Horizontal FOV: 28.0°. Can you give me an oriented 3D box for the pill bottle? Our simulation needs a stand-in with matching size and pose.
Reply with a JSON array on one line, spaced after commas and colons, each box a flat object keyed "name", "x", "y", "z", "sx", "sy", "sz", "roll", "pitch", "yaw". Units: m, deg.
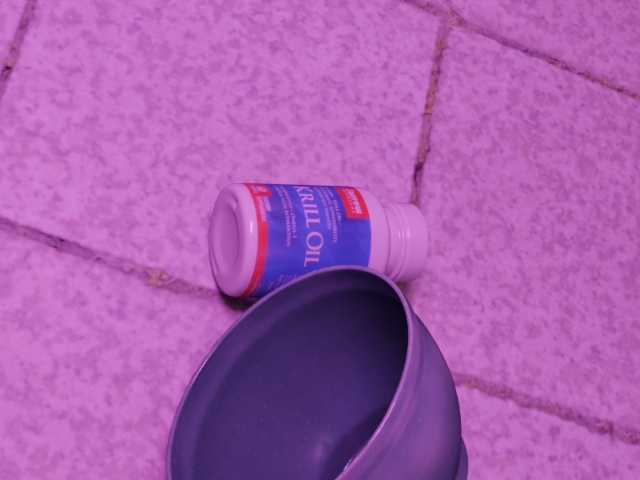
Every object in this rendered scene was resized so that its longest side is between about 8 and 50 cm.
[{"name": "pill bottle", "x": 0.000, "y": 0.000, "z": 1.409, "sx": 0.221, "sy": 0.124, "sz": 0.124, "roll": 0, "pitch": 67, "yaw": -25}]

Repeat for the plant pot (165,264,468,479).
[{"name": "plant pot", "x": 0.023, "y": 0.198, "z": 1.257, "sx": 0.196, "sy": 0.293, "sz": 0.293, "roll": 44, "pitch": 52, "yaw": -32}]
